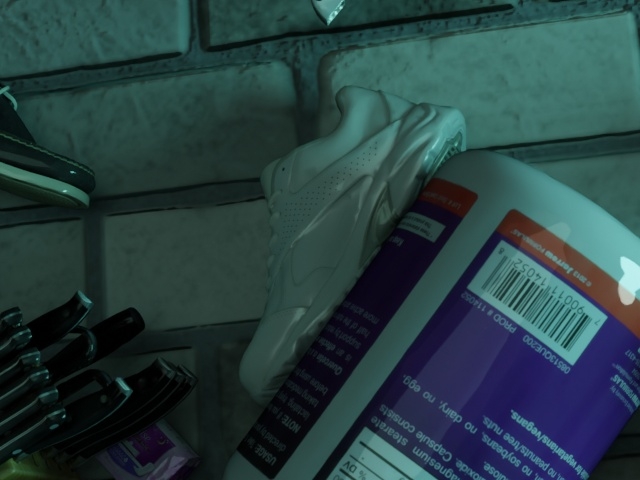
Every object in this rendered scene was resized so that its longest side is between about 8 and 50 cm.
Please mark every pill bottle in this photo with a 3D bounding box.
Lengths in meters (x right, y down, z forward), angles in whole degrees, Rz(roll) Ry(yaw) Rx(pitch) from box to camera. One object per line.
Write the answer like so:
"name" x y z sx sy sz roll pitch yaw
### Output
"pill bottle" 0.065 0.117 1.042 0.181 0.181 0.323 35 86 19

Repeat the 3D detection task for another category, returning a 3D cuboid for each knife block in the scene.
"knife block" -0.218 0.139 1.140 0.242 0.276 0.088 -14 67 -30

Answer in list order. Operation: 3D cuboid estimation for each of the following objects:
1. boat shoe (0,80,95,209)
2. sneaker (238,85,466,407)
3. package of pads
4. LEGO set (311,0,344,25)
"boat shoe" -0.251 -0.090 1.221 0.233 0.084 0.079 26 83 21
"sneaker" 0.000 0.000 1.147 0.115 0.090 0.232 24 73 24
"package of pads" -0.123 0.134 1.159 0.050 0.032 0.083 -47 70 3
"LEGO set" 0.039 -0.257 1.195 0.093 0.087 0.227 38 86 4
